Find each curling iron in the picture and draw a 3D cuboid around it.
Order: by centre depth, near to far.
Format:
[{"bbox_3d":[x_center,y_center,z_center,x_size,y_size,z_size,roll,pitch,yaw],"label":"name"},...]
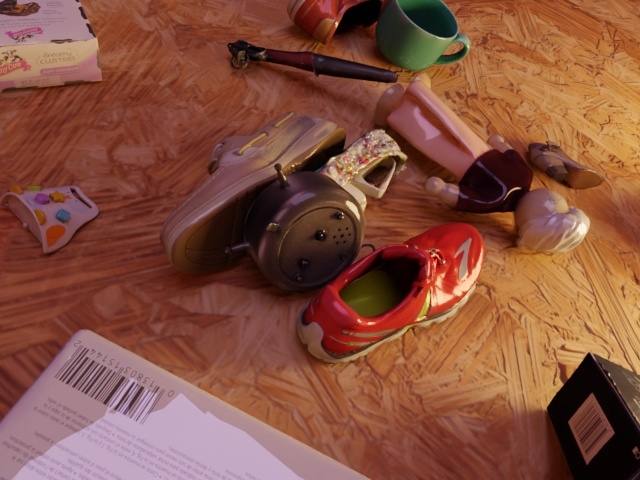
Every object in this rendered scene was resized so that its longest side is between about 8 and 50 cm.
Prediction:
[{"bbox_3d":[-0.017,-0.269,0.748,0.274,0.035,0.068,13,42,6],"label":"curling iron"}]

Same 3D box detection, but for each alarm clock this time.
[{"bbox_3d":[0.000,0.000,0.538,0.192,0.129,0.064,21,16,-43],"label":"alarm clock"}]

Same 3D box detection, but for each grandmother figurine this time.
[{"bbox_3d":[0.230,-0.107,0.703,0.208,0.104,0.342,-36,69,-25],"label":"grandmother figurine"}]

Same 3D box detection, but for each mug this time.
[{"bbox_3d":[0.172,-0.359,0.859,0.158,0.097,0.129,49,53,5],"label":"mug"}]

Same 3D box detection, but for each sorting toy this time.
[{"bbox_3d":[-0.291,-0.038,0.532,0.083,0.045,0.075,41,35,13],"label":"sorting toy"}]

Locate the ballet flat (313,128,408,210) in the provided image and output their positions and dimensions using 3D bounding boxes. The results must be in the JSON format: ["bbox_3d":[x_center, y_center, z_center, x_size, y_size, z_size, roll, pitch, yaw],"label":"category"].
[{"bbox_3d":[0.040,-0.073,0.618,0.077,0.091,0.241,35,52,14],"label":"ballet flat"}]

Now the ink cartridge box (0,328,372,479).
[{"bbox_3d":[-0.134,0.244,0.356,0.296,0.066,0.261,27,52,3],"label":"ink cartridge box"}]

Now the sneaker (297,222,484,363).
[{"bbox_3d":[0.104,0.044,0.540,0.279,0.118,0.107,-28,68,-31],"label":"sneaker"}]

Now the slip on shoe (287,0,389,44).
[{"bbox_3d":[0.084,-0.450,0.899,0.331,0.123,0.101,-38,89,-32],"label":"slip on shoe"}]

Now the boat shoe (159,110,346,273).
[{"bbox_3d":[-0.085,-0.073,0.579,0.098,0.109,0.302,31,49,17],"label":"boat shoe"}]

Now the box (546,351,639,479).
[{"bbox_3d":[0.332,0.215,0.468,0.158,0.093,0.156,25,22,2],"label":"box"}]

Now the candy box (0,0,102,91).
[{"bbox_3d":[-0.410,-0.294,0.653,0.165,0.070,0.196,-17,62,-27],"label":"candy box"}]

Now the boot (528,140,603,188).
[{"bbox_3d":[0.410,-0.132,0.814,0.118,0.042,0.087,8,46,-20],"label":"boot"}]
